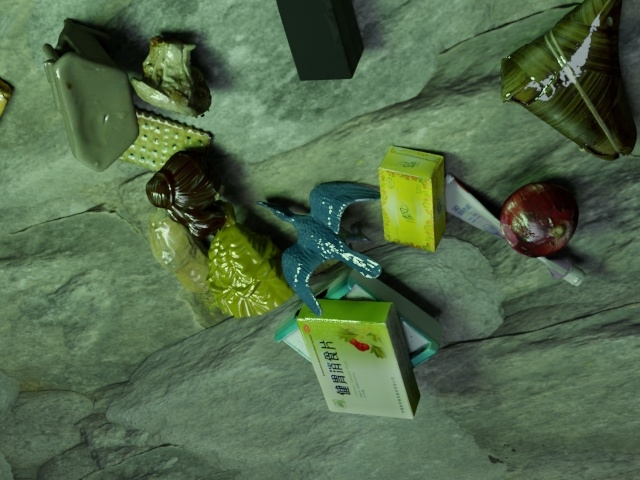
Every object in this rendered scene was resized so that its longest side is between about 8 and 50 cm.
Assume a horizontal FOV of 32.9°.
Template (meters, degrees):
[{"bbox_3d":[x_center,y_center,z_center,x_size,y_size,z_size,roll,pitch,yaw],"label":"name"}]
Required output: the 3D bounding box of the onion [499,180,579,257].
[{"bbox_3d":[0.355,-0.037,1.760,0.131,0.131,0.131,11,138,10],"label":"onion"}]

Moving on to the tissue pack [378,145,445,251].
[{"bbox_3d":[0.156,-0.068,1.830,0.095,0.062,0.176,14,139,20],"label":"tissue pack"}]

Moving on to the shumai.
[{"bbox_3d":[-0.232,-0.269,1.740,0.145,0.145,0.116,21,102,-2],"label":"shumai"}]

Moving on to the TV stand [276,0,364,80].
[{"bbox_3d":[-0.014,-0.362,1.570,0.088,0.083,0.270,1,135,21],"label":"TV stand"}]

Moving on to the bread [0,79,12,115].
[{"bbox_3d":[-0.602,-0.242,1.940,0.074,0.053,0.132,32,136,-15],"label":"bread"}]

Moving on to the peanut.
[{"bbox_3d":[-0.265,0.021,2.082,0.099,0.100,0.214,-8,138,28],"label":"peanut"}]

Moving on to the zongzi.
[{"bbox_3d":[0.417,-0.233,1.537,0.247,0.111,0.241,32,131,-22],"label":"zongzi"}]

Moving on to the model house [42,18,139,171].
[{"bbox_3d":[-0.380,-0.250,1.768,0.122,0.188,0.229,-19,134,-13],"label":"model house"}]

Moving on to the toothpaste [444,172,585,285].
[{"bbox_3d":[0.321,-0.012,1.853,0.301,0.048,0.075,32,165,-5],"label":"toothpaste"}]

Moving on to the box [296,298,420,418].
[{"bbox_3d":[0.075,0.222,2.026,0.175,0.062,0.261,2,132,24],"label":"box"}]

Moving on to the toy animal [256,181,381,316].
[{"bbox_3d":[0.000,0.000,1.906,0.176,0.239,0.255,14,-168,-36],"label":"toy animal"}]

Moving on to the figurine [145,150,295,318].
[{"bbox_3d":[-0.179,-0.029,1.946,0.168,0.187,0.315,-29,122,-2],"label":"figurine"}]

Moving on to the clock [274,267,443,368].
[{"bbox_3d":[0.078,0.168,2.101,0.231,0.116,0.262,38,135,-13],"label":"clock"}]

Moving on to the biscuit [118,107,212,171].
[{"bbox_3d":[-0.295,-0.172,1.930,0.203,0.016,0.144,17,139,1],"label":"biscuit"}]
